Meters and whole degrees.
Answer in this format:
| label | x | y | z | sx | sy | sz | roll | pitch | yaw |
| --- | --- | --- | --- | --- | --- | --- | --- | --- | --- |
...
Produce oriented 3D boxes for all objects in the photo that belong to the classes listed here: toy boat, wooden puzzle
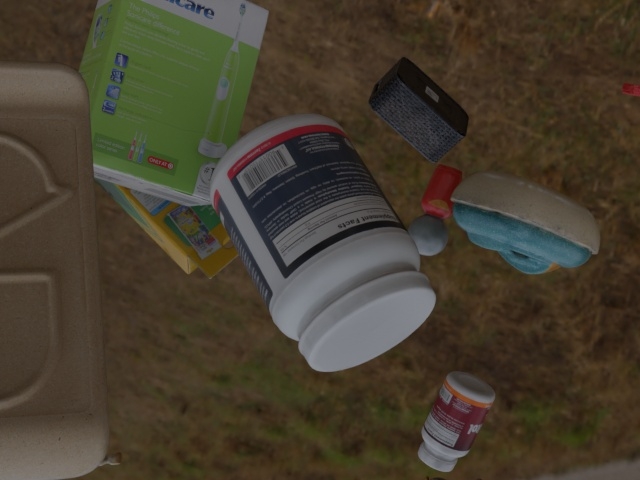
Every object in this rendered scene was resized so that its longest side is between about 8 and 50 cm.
| label | x | y | z | sx | sy | sz | roll | pitch | yaw |
| --- | --- | --- | --- | --- | --- | --- | --- | --- | --- |
| toy boat | 0.266 | -0.020 | 1.610 | 0.268 | 0.148 | 0.318 | 19 | 180 | -40 |
| wooden puzzle | -0.342 | 0.025 | 0.839 | 0.322 | 0.347 | 0.080 | -1 | 163 | -18 |

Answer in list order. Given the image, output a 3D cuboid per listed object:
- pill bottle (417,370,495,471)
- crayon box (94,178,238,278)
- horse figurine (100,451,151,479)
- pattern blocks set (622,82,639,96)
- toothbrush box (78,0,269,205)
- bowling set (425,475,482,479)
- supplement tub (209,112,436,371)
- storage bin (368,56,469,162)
| label | x | y | z | sx | sy | sz | roll | pitch | yaw |
| --- | --- | --- | --- | --- | --- | --- | --- | --- | --- |
| pill bottle | 0.219 | 0.298 | 1.725 | 0.086 | 0.152 | 0.086 | 21 | -163 | -7 |
| crayon box | -0.222 | -0.091 | 1.775 | 0.323 | 0.203 | 0.083 | 44 | 159 | 14 |
| horse figurine | -0.258 | 0.258 | 1.011 | 0.175 | 0.066 | 0.263 | -10 | -176 | -20 |
| pattern blocks set | 0.701 | -0.224 | 1.757 | 0.325 | 0.026 | 0.285 | 3 | -166 | -32 |
| toothbrush box | -0.213 | -0.208 | 1.423 | 0.206 | 0.283 | 0.122 | 17 | 173 | -30 |
| bowling set | 0.277 | 0.441 | 1.568 | 0.287 | 0.154 | 0.200 | 46 | 124 | 10 |
| supplement tub | 0.000 | 0.000 | 1.268 | 0.191 | 0.272 | 0.191 | -24 | 154 | -13 |
| storage bin | 0.190 | -0.251 | 2.019 | 0.180 | 0.122 | 0.084 | 41 | 120 | -12 |
